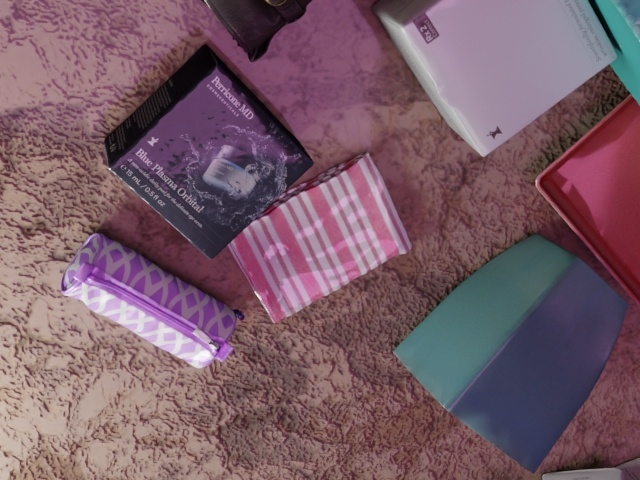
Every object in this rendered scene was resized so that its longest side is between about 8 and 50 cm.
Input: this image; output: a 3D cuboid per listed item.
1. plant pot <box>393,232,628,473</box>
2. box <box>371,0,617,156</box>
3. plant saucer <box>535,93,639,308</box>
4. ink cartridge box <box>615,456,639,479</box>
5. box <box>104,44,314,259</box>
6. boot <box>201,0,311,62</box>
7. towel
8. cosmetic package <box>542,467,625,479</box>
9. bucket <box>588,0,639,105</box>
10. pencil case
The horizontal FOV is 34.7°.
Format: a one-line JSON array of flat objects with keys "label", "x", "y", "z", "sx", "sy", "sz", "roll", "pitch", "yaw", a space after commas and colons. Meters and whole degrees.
[{"label": "plant pot", "x": 0.245, "y": 0.120, "z": 1.256, "sx": 0.166, "sy": 0.165, "sz": 0.234, "roll": 37, "pitch": 93, "yaw": -25}, {"label": "box", "x": 0.185, "y": -0.224, "z": 1.101, "sx": 0.182, "sy": 0.119, "sz": 0.181, "roll": -36, "pitch": 118, "yaw": 4}, {"label": "plant saucer", "x": 0.428, "y": -0.073, "z": 1.254, "sx": 0.258, "sy": 0.048, "sz": 0.259, "roll": -42, "pitch": 107, "yaw": 7}, {"label": "ink cartridge box", "x": 0.551, "y": 0.370, "z": 1.479, "sx": 0.212, "sy": 0.093, "sz": 0.154, "roll": -21, "pitch": 118, "yaw": -2}, {"label": "box", "x": -0.121, "y": -0.094, "z": 1.100, "sx": 0.158, "sy": 0.093, "sz": 0.156, "roll": -43, "pitch": 117, "yaw": 6}, {"label": "boot", "x": -0.048, "y": -0.319, "z": 1.003, "sx": 0.229, "sy": 0.091, "sz": 0.263, "roll": -26, "pitch": 125, "yaw": 10}, {"label": "towel", "x": 0.000, "y": 0.000, "z": 1.208, "sx": 0.197, "sy": 0.029, "sz": 0.144, "roll": -28, "pitch": 118, "yaw": 0}, {"label": "cosmetic package", "x": 0.392, "y": 0.438, "z": 1.456, "sx": 0.117, "sy": 0.085, "sz": 0.231, "roll": -8, "pitch": 120, "yaw": 19}, {"label": "bucket", "x": 0.388, "y": -0.247, "z": 1.058, "sx": 0.183, "sy": 0.281, "sz": 0.281, "roll": -32, "pitch": 118, "yaw": 11}, {"label": "pencil case", "x": -0.191, "y": 0.073, "z": 1.160, "sx": 0.206, "sy": 0.088, "sz": 0.086, "roll": 32, "pitch": 101, "yaw": -23}]
